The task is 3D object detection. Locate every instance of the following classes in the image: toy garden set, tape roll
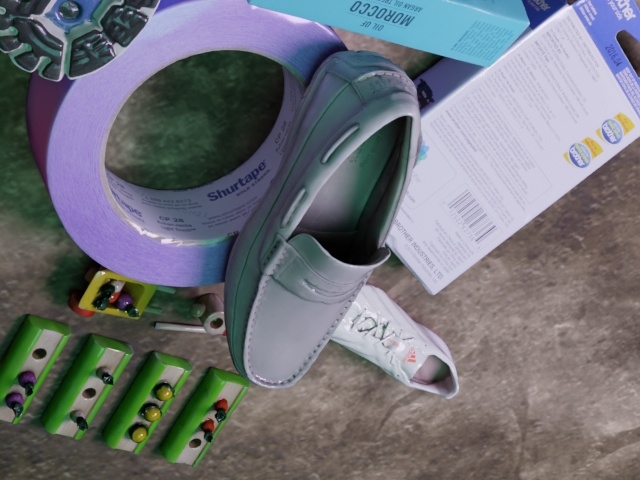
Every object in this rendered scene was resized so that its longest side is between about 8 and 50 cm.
[{"bbox_3d":[-0.164,0.118,1.406,0.244,0.049,0.204,19,114,-34],"label":"toy garden set"},{"bbox_3d":[-0.102,-0.097,1.256,0.275,0.090,0.274,-12,128,-16],"label":"tape roll"}]

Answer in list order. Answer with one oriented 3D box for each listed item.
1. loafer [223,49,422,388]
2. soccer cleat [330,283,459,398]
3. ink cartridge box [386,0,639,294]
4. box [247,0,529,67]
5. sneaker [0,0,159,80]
[{"bbox_3d":[0.000,0.000,1.239,0.112,0.111,0.319,3,122,-26],"label":"loafer"},{"bbox_3d":[0.067,0.097,1.477,0.196,0.076,0.068,30,108,-36],"label":"soccer cleat"},{"bbox_3d":[0.172,-0.105,1.391,0.311,0.065,0.186,-37,130,6],"label":"ink cartridge box"},{"bbox_3d":[0.048,-0.218,1.213,0.244,0.100,0.060,9,140,-34],"label":"box"},{"bbox_3d":[-0.113,-0.265,1.090,0.330,0.147,0.130,-35,127,10],"label":"sneaker"}]
